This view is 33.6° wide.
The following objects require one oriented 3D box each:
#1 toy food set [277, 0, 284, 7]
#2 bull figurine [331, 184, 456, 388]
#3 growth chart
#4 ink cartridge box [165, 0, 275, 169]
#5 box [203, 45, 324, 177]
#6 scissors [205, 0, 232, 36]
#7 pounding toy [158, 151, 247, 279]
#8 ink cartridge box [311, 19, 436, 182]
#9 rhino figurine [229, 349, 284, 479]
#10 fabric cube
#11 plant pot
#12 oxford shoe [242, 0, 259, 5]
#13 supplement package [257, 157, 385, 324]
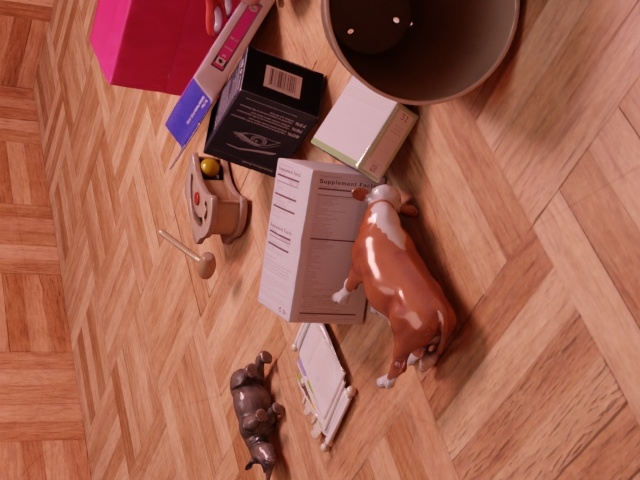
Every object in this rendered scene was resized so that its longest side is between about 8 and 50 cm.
[{"bbox_3d":[-0.027,-0.519,1.944,0.192,0.038,0.132,-32,63,56],"label":"toy food set"},{"bbox_3d":[0.102,0.062,1.542,0.310,0.101,0.188,-113,33,-46],"label":"bull figurine"},{"bbox_3d":[-0.001,0.226,1.815,0.172,0.021,0.237,-63,35,40],"label":"growth chart"},{"bbox_3d":[-0.209,-0.321,2.060,0.176,0.069,0.371,-45,19,53],"label":"ink cartridge box"},{"bbox_3d":[-0.105,-0.227,1.908,0.207,0.153,0.108,132,151,-51],"label":"box"},{"bbox_3d":[-0.217,-0.508,2.022,0.297,0.021,0.109,74,-146,-59],"label":"scissors"},{"bbox_3d":[-0.248,-0.069,2.196,0.154,0.154,0.270,119,144,-49],"label":"pounding toy"},{"bbox_3d":[0.095,-0.221,1.643,0.235,0.056,0.171,-58,31,3],"label":"ink cartridge box"},{"bbox_3d":[-0.117,0.336,1.977,0.106,0.073,0.243,-46,49,48],"label":"rhino figurine"},{"bbox_3d":[-0.338,-0.489,2.319,0.254,0.259,0.258,57,134,51],"label":"fabric cube"},{"bbox_3d":[0.102,-0.323,1.462,0.274,0.256,0.257,-141,58,-74],"label":"plant pot"},{"bbox_3d":[-0.117,-0.644,1.961,0.140,0.146,0.397,-10,62,64],"label":"oxford shoe"},{"bbox_3d":[0.000,0.000,1.708,0.134,0.139,0.244,25,108,61],"label":"supplement package"}]
